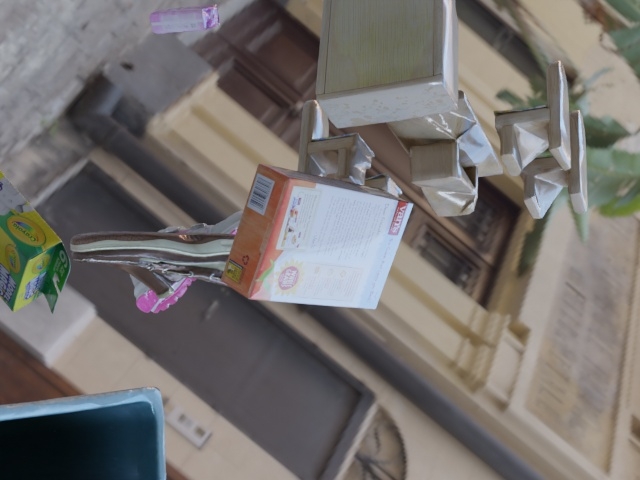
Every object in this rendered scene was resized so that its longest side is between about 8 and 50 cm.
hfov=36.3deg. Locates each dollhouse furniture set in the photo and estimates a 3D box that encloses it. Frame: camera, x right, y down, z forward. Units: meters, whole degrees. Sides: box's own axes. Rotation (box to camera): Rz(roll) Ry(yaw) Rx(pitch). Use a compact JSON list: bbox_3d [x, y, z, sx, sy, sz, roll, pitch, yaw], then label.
[{"bbox_3d":[0.146,-0.208,1.327,0.394,0.362,0.256,45,44,-57],"label":"dollhouse furniture set"}]

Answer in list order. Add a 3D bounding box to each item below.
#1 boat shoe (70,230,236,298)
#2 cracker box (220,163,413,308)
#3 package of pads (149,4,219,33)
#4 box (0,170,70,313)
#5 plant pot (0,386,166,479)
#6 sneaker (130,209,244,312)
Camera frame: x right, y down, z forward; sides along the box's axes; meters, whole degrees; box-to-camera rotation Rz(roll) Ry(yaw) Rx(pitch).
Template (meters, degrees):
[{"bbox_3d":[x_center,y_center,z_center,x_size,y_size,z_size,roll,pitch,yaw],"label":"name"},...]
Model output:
[{"bbox_3d":[-0.225,0.036,1.388,0.095,0.258,0.095,5,-86,62],"label":"boat shoe"},{"bbox_3d":[0.000,0.000,1.240,0.232,0.067,0.155,9,104,-45],"label":"cracker box"},{"bbox_3d":[-0.183,-0.299,1.320,0.050,0.083,0.032,-49,136,-60],"label":"package of pads"},{"bbox_3d":[-0.309,-0.011,0.924,0.043,0.179,0.105,-38,170,-39],"label":"box"},{"bbox_3d":[-0.295,0.249,0.768,0.252,0.247,0.247,-6,174,29],"label":"plant pot"},{"bbox_3d":[-0.227,0.012,1.682,0.252,0.111,0.103,-31,152,-12],"label":"sneaker"}]
